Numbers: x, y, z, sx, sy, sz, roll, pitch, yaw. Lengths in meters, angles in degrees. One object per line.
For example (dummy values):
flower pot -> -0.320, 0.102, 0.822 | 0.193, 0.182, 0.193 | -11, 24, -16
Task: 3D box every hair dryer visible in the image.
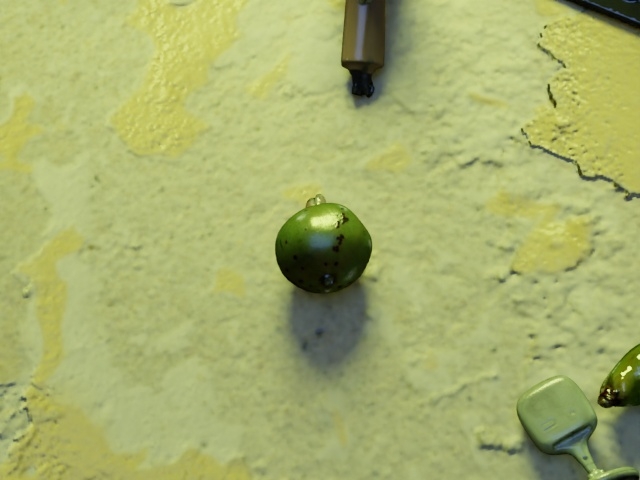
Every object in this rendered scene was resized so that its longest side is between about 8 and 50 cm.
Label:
hair dryer -> 0.039, -0.208, 0.942 | 0.064, 0.117, 0.182 | 2, 89, 4

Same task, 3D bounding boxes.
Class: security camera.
security camera -> 0.180, 0.141, 0.825 | 0.058, 0.058, 0.092 | -22, 58, -4

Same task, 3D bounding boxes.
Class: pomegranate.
pomegranate -> -0.003, 0.003, 0.880 | 0.073, 0.073, 0.084 | -43, 36, -11

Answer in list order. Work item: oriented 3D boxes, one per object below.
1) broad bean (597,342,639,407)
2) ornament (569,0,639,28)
broad bean -> 0.320, 0.082, 0.830 | 0.256, 0.053, 0.052 | -9, 107, 1
ornament -> 0.278, -0.284, 0.893 | 0.153, 0.196, 0.166 | 26, 73, 12
